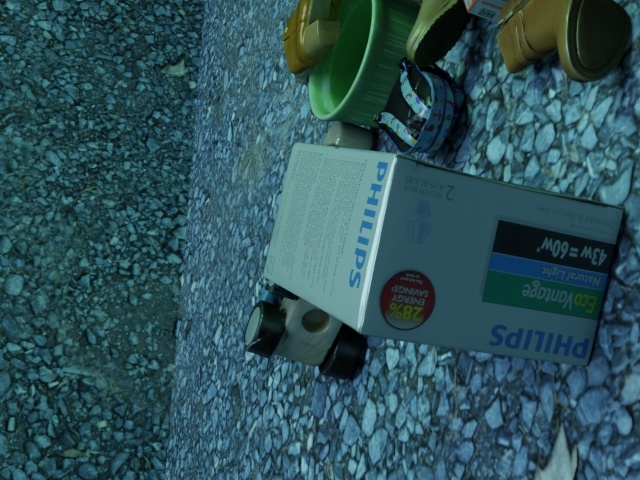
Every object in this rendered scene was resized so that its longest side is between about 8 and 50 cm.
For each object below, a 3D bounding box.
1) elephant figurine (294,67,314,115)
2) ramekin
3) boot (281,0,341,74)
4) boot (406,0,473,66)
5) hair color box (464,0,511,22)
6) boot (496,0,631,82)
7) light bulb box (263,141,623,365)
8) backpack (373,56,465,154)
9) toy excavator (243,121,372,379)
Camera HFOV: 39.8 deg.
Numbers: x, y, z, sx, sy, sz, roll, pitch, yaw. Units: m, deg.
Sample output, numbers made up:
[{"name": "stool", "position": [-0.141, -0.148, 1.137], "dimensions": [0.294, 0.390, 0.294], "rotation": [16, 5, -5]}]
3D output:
[{"name": "elephant figurine", "position": [0.005, -0.413, 2.124], "dimensions": [0.186, 0.169, 0.239], "rotation": [-45, 10, 3]}, {"name": "ramekin", "position": [0.104, -0.382, 1.855], "dimensions": [0.303, 0.148, 0.303], "rotation": [-168, 90, -68]}, {"name": "boot", "position": [-0.018, -0.514, 1.883], "dimensions": [0.211, 0.104, 0.294], "rotation": [171, 106, -66]}, {"name": "boot", "position": [0.161, -0.459, 1.651], "dimensions": [0.270, 0.089, 0.236], "rotation": [35, 80, 36]}, {"name": "hair color box", "position": [0.311, -0.443, 1.501], "dimensions": [0.141, 0.072, 0.043], "rotation": [-55, 32, 42]}, {"name": "boot", "position": [0.338, -0.309, 1.313], "dimensions": [0.220, 0.109, 0.283], "rotation": [-39, 42, 55]}, {"name": "light bulb box", "position": [0.156, 0.008, 1.256], "dimensions": [0.361, 0.358, 0.225], "rotation": [-160, 81, -66]}, {"name": "backpack", "position": [0.190, -0.233, 1.615], "dimensions": [0.173, 0.117, 0.158], "rotation": [-113, 41, -55]}, {"name": "toy excavator", "position": [0.000, 0.000, 1.861], "dimensions": [0.445, 0.223, 0.432], "rotation": [-103, 34, -62]}]
